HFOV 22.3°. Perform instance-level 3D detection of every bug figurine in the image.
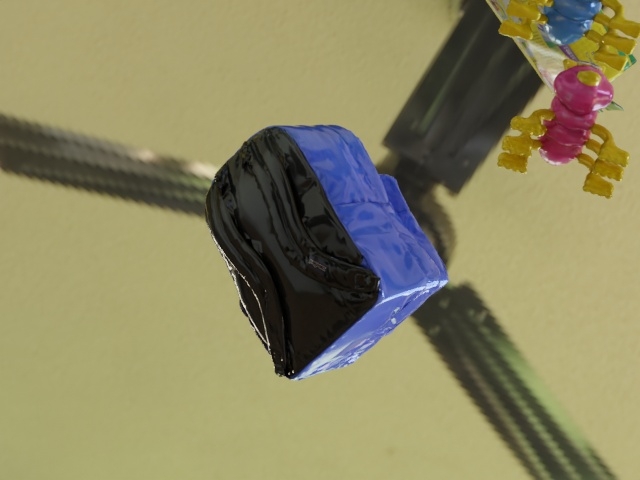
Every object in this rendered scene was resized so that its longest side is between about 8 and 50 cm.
[{"bbox_3d":[0.246,-0.102,1.104,0.279,0.072,0.216,20,-46,-4],"label":"bug figurine"}]

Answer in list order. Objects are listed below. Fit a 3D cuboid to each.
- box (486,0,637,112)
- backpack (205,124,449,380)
[{"bbox_3d":[0.171,-0.174,1.229,0.179,0.043,0.105,55,-7,-9],"label":"box"},{"bbox_3d":[0.000,0.000,0.866,0.098,0.101,0.120,-43,-109,31],"label":"backpack"}]
